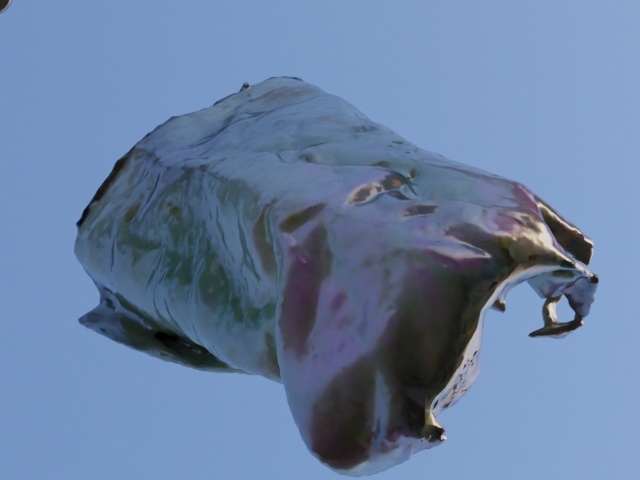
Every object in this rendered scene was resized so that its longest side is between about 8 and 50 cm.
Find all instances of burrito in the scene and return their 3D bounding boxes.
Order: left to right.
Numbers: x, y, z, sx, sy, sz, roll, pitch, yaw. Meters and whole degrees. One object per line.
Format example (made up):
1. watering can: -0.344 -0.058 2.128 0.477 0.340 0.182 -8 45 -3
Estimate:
1. burrito: 0.000 0.000 0.682 0.144 0.229 0.089 -36 -64 -19

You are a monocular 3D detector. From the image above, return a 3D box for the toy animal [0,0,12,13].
1. toy animal: -0.176 -0.106 0.750 0.097 0.312 0.158 12 -59 -8
